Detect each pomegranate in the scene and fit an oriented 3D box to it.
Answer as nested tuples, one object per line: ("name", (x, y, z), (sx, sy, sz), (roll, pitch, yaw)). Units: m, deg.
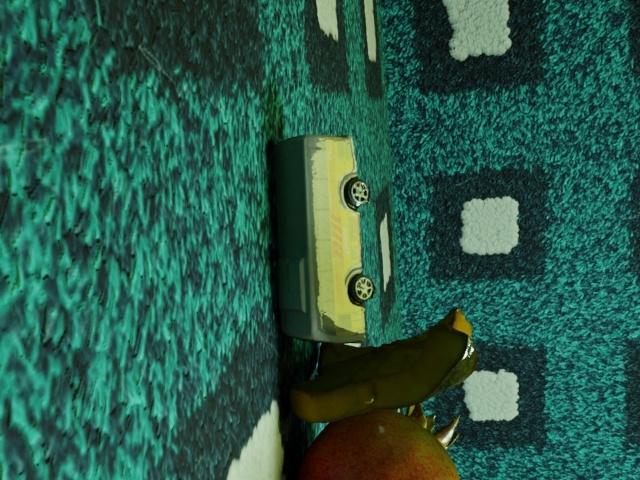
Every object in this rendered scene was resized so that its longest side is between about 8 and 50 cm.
("pomegranate", (0.087, 0.318, 0.862), (0.256, 0.221, 0.221), (-42, 140, -26))

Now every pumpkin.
("pumpkin", (0.084, 0.165, 0.860), (0.290, 0.258, 0.095), (-6, 78, -76))

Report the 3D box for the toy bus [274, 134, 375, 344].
("toy bus", (0.000, 0.000, 0.827), (0.106, 0.092, 0.268), (-1, 88, -37))
